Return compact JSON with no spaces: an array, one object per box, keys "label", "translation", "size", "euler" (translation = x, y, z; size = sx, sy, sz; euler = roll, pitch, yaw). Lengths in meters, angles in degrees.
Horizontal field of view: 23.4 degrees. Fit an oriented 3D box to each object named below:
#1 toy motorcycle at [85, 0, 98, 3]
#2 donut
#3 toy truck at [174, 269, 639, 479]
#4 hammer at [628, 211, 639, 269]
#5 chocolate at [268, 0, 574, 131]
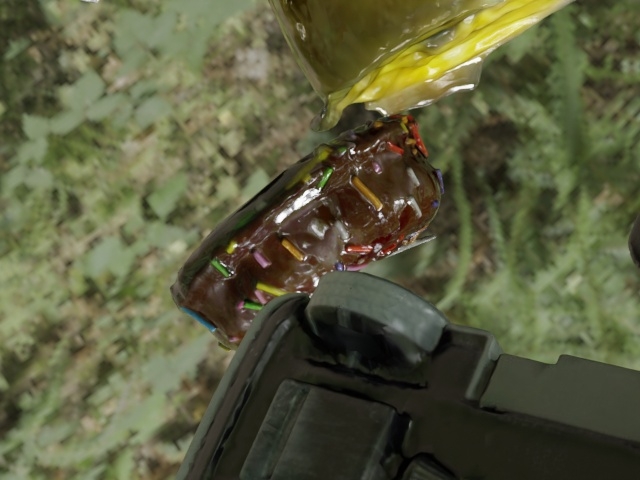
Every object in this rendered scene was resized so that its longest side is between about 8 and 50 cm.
[{"label":"toy motorcycle","translation":[-0.251,-0.284,1.424],"size":[0.171,0.089,0.298],"euler":[-10,176,-2]},{"label":"donut","translation":[-0.001,0.000,1.162],"size":[0.230,0.096,0.216],"euler":[-35,175,-8]},{"label":"toy truck","translation":[0.127,0.129,0.541],"size":[0.146,0.367,0.175],"euler":[-63,146,-21]},{"label":"hammer","translation":[0.417,-0.067,1.242],"size":[0.242,0.095,0.409],"euler":[43,70,-32]},{"label":"chocolate","translation":[-0.028,-0.275,0.694],"size":[0.162,0.445,0.162],"euler":[-27,178,-1]}]
